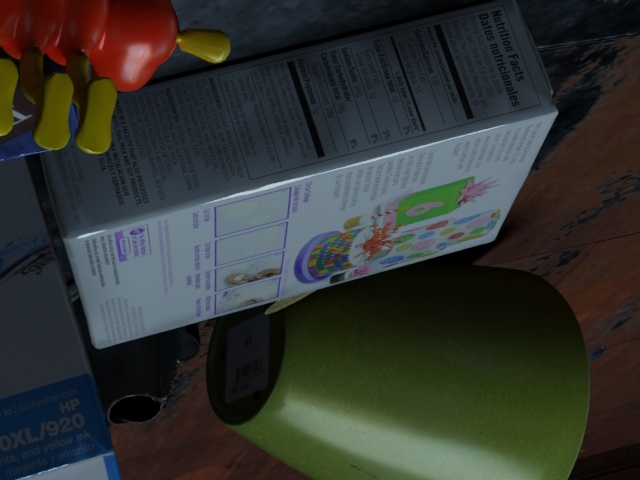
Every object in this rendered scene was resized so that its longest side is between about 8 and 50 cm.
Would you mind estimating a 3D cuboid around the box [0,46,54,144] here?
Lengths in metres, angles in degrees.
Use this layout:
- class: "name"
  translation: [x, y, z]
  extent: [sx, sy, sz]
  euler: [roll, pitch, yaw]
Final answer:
- class: "box"
  translation: [-0.278, -0.116, 0.546]
  extent: [0.191, 0.143, 0.381]
  euler: [-24, 162, 15]

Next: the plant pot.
- class: "plant pot"
  translation: [0.052, 0.131, 1.418]
  extent: [0.293, 0.275, 0.275]
  euler: [15, 146, -33]

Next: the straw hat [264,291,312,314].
- class: "straw hat"
  translation: [0.000, 0.000, 1.251]
  extent: [0.144, 0.061, 0.144]
  euler: [-30, 174, -3]

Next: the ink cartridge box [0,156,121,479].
- class: "ink cartridge box"
  translation: [-0.238, 0.071, 0.962]
  extent: [0.168, 0.233, 0.171]
  euler: [-17, 161, -10]

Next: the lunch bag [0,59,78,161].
- class: "lunch bag"
  translation: [-0.179, -0.088, 0.830]
  extent: [0.098, 0.065, 0.067]
  euler: [-13, 145, -10]

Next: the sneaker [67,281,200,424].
- class: "sneaker"
  translation: [-0.157, 0.111, 1.330]
  extent: [0.083, 0.118, 0.222]
  euler: [-22, 161, 11]

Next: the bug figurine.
- class: "bug figurine"
  translation: [-0.105, -0.176, 0.463]
  extent: [0.216, 0.279, 0.072]
  euler: [14, 180, -30]

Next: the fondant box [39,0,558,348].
- class: "fondant box"
  translation: [-0.021, -0.040, 1.066]
  extent: [0.330, 0.096, 0.238]
  euler: [-14, 161, -9]
